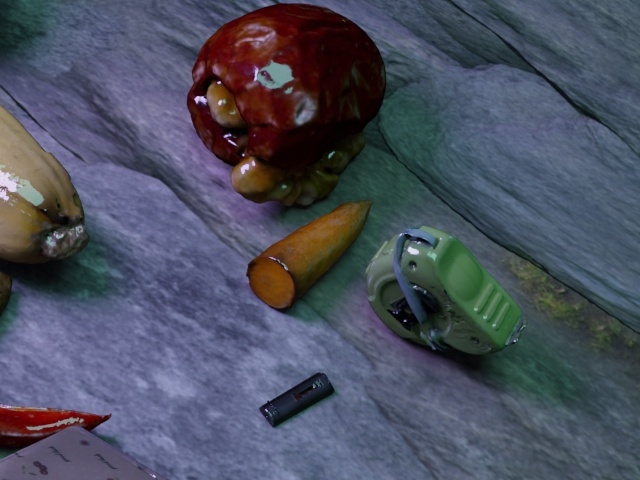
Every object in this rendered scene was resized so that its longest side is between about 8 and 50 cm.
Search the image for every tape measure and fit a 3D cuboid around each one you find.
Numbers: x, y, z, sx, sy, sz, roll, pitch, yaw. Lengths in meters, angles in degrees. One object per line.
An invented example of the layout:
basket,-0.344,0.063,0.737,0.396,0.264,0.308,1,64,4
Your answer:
tape measure,0.127,0.060,1.752,0.177,0.154,0.087,50,53,-15

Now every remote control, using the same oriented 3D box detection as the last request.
remote control,-0.026,0.176,1.704,0.091,0.016,0.034,-28,69,-31

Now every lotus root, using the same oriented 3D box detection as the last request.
lotus root,-0.382,-0.074,1.723,0.303,0.131,0.146,42,30,16

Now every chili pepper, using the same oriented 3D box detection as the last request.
chili pepper,-0.353,0.189,1.582,0.268,0.059,0.050,6,90,-15

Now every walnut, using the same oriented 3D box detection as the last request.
walnut,-0.028,-0.170,1.866,0.269,0.222,0.244,-28,97,-41

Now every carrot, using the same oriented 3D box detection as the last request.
carrot,0.000,0.000,1.818,0.072,0.072,0.205,37,50,14

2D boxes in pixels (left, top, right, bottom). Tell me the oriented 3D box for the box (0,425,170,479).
box,-0.245,0.323,1.324,0.225,0.190,0.297,27,21,21

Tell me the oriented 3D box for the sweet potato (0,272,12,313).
sweet potato,-0.436,0.100,1.611,0.273,0.075,0.075,-26,64,-34
